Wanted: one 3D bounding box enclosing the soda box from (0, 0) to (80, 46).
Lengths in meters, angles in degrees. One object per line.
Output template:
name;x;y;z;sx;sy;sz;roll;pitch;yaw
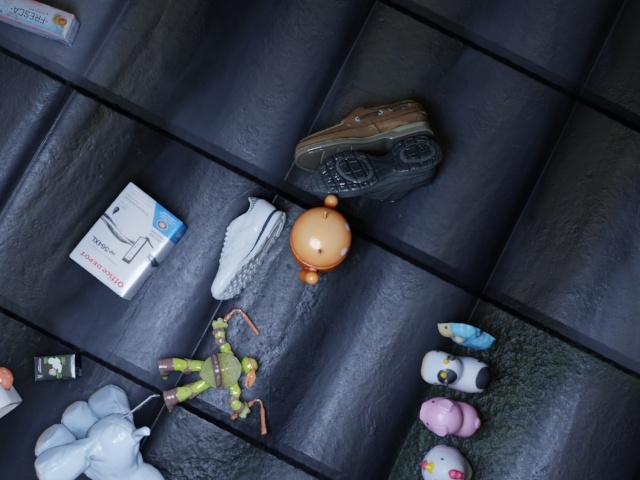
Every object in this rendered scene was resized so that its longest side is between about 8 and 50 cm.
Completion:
soda box;-0.626;-0.488;1.961;0.183;0.063;0.058;21;83;1

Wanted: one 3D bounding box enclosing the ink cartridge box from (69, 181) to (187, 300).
ink cartridge box;-0.404;0.004;1.894;0.148;0.086;0.203;37;82;3

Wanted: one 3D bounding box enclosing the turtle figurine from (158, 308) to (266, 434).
turtle figurine;-0.218;0.289;1.862;0.217;0.087;0.269;-13;83;-4

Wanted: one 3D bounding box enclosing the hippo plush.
hippo plush;-0.402;0.443;1.807;0.294;0.234;0.236;-23;115;10

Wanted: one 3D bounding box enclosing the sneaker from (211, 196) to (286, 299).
sneaker;-0.170;0.019;1.910;0.095;0.090;0.235;31;79;15

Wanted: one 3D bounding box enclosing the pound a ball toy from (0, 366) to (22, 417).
pound a ball toy;-0.716;0.258;1.790;0.135;0.208;0.319;-36;84;-6

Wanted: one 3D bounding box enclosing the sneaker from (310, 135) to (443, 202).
sneaker;0.121;-0.127;1.904;0.286;0.130;0.109;-11;56;-5

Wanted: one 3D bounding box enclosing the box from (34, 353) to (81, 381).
box;-0.547;0.264;1.867;0.083;0.062;0.052;-3;84;-3

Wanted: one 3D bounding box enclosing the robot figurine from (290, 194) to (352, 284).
robot figurine;0.000;0.002;1.840;0.158;0.219;0.128;-37;85;-7

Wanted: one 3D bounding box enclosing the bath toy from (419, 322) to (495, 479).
bath toy;0.274;0.348;1.852;0.151;0.129;0.348;10;83;-1

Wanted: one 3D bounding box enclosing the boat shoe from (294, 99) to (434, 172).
boat shoe;0.085;-0.228;1.939;0.307;0.111;0.104;-11;63;-10
